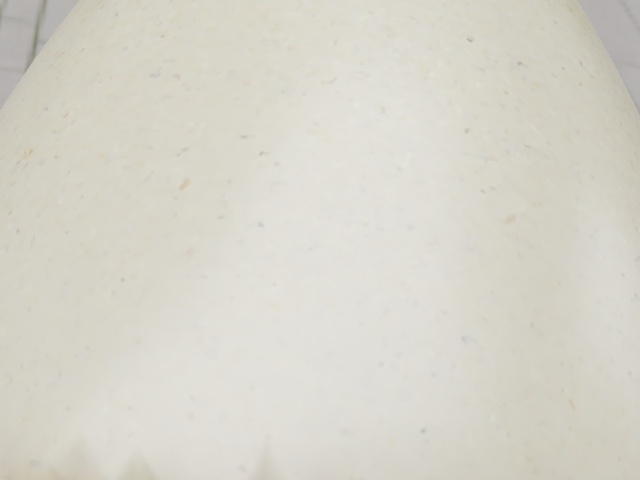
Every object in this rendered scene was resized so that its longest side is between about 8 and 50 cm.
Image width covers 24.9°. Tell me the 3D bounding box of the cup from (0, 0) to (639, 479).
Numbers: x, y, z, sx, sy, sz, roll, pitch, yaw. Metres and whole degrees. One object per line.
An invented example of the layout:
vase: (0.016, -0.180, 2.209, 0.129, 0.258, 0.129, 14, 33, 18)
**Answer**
cup: (0.000, 0.000, 0.570, 0.331, 0.237, 0.331, 4, -15, 1)
